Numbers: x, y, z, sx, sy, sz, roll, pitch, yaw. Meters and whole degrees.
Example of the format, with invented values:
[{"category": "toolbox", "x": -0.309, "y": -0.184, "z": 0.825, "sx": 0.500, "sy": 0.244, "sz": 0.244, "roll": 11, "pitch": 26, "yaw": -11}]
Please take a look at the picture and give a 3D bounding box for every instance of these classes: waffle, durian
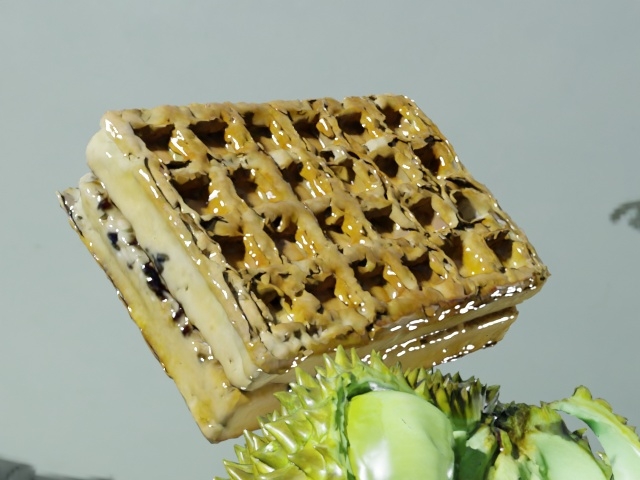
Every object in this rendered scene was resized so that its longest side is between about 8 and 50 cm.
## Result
[{"category": "waffle", "x": 0.001, "y": -0.001, "z": 0.879, "sx": 0.308, "sy": 0.213, "sz": 0.091, "roll": -10, "pitch": 147, "yaw": -46}, {"category": "durian", "x": 0.052, "y": 0.145, "z": 0.566, "sx": 0.237, "sy": 0.200, "sz": 0.176, "roll": 1, "pitch": 149, "yaw": -40}]
